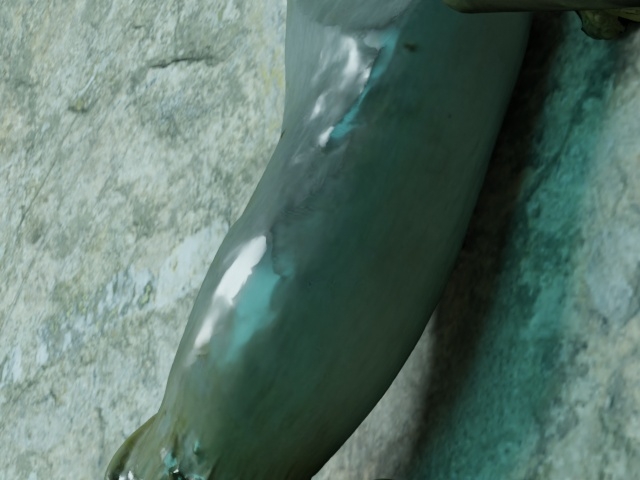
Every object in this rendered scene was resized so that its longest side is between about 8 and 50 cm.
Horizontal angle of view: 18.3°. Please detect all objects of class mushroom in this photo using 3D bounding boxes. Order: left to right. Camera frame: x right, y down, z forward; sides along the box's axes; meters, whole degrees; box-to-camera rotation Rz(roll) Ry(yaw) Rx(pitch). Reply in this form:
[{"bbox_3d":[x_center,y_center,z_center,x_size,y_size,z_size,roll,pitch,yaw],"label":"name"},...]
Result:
[{"bbox_3d":[0.000,0.001,1.136,0.177,0.126,0.397,1,64,46],"label":"mushroom"}]

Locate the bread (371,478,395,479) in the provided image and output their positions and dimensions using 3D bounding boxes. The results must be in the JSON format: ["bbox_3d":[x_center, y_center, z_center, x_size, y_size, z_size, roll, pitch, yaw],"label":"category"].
[{"bbox_3d":[-0.019,0.227,1.101,0.225,0.081,0.134,-42,40,36],"label":"bread"}]

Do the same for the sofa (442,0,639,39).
[{"bbox_3d":[0.165,-0.231,0.999,0.200,0.182,0.258,12,81,59],"label":"sofa"}]
